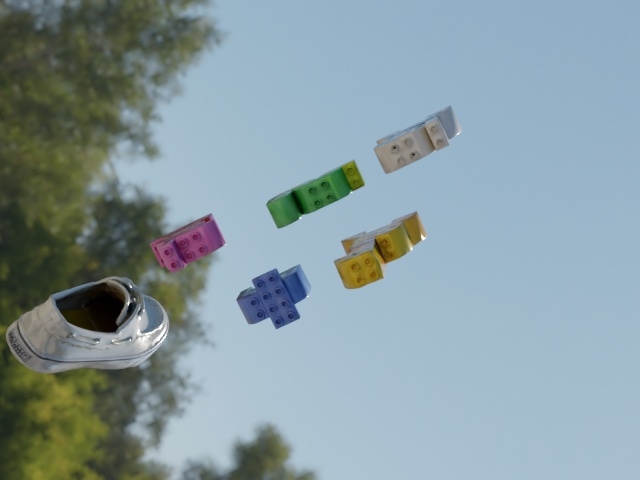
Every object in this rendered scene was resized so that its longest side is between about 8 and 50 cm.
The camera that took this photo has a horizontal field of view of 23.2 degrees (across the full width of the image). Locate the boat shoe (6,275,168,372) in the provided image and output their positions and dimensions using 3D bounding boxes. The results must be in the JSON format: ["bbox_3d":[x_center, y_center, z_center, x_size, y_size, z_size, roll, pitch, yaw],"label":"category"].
[{"bbox_3d":[-0.091,0.032,0.668,0.035,0.035,0.100,57,25,17],"label":"boat shoe"}]

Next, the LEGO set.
[{"bbox_3d":[0.000,0.000,1.026,0.087,0.227,0.093,64,9,-8],"label":"LEGO set"}]
